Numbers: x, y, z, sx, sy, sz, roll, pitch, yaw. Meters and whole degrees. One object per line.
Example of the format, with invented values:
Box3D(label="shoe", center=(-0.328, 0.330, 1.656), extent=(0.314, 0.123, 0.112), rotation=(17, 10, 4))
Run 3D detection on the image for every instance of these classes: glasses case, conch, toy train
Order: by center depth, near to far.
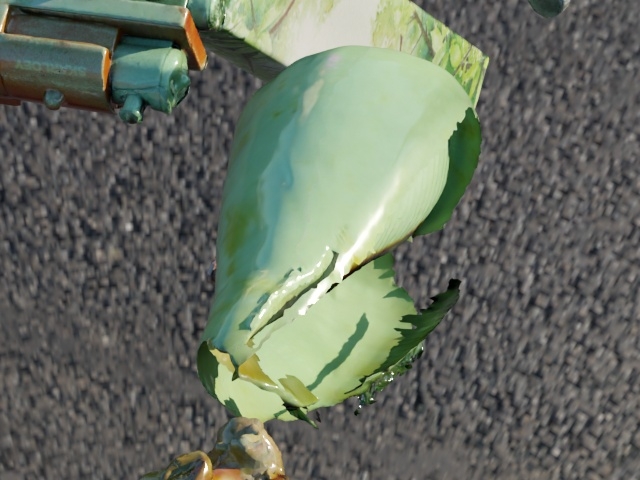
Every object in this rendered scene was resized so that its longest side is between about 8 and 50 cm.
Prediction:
Box3D(label="conch", center=(0.014, 0.008, 0.807), extent=(0.137, 0.143, 0.250), rotation=(8, 50, -2))
Box3D(label="toy train", center=(-0.143, -0.113, 0.838), extent=(0.176, 0.074, 0.118), rotation=(10, 71, 10))
Box3D(label="glasses case", center=(0.011, -0.136, 1.057), extent=(0.062, 0.272, 0.095), rotation=(8, 78, 41))

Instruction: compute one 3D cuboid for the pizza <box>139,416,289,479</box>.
Box3D(label="pizza", center=(-0.094, 0.175, 0.653), extent=(0.069, 0.147, 0.226), rotation=(33, 69, 19))

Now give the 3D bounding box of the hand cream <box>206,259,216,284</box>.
Box3D(label="hand cream", center=(-0.034, 0.074, 1.559), extent=(0.210, 0.043, 0.067), rotation=(32, 89, 35))

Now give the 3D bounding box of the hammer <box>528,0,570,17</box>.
Box3D(label="hammer", center=(0.218, -0.199, 0.827), extent=(0.029, 0.246, 0.103), rotation=(52, 50, -11))
